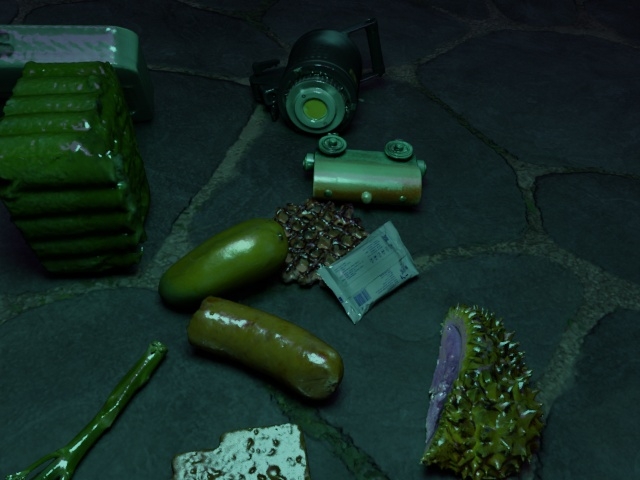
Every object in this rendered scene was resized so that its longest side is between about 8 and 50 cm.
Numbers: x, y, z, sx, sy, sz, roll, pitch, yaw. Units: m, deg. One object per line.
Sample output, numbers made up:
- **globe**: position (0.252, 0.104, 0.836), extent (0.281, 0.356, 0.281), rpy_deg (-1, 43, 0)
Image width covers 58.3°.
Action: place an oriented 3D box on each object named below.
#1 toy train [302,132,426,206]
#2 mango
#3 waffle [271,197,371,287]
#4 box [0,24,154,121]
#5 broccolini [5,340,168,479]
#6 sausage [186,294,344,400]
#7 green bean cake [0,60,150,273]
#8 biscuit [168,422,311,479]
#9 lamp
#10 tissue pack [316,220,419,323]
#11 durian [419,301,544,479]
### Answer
- **toy train**: position (0.101, -0.146, 1.292), extent (0.285, 0.116, 0.177), rpy_deg (4, 45, -3)
- **mango**: position (-0.176, 0.040, 1.044), extent (0.251, 0.114, 0.156), rpy_deg (-21, 8, -15)
- **waffle**: position (0.000, 0.000, 1.176), extent (0.221, 0.055, 0.234), rpy_deg (-5, 50, -14)
- **box**: position (-0.579, -0.348, 1.251), extent (0.395, 0.396, 0.111), rpy_deg (-3, 86, -11)
- **broccolini**: position (-0.360, 0.277, 0.823), extent (0.078, 0.074, 0.392), rpy_deg (26, 48, 9)
- **sausage**: position (-0.087, 0.176, 0.948), extent (0.270, 0.109, 0.109), rpy_deg (21, 46, 16)
- **green bean cake**: position (-0.431, -0.139, 1.059), extent (0.218, 0.335, 0.319), rpy_deg (-2, 50, -8)
- **biscuit**: position (-0.116, 0.372, 0.768), extent (0.278, 0.043, 0.301), rpy_deg (34, 57, 23)
- **lamp**: position (0.013, -0.403, 1.478), extent (0.374, 0.205, 0.272), rpy_deg (-17, 42, -1)
- **tissue pack**: position (0.099, 0.058, 1.104), extent (0.193, 0.026, 0.123), rpy_deg (-33, 87, -27)
- **durian**: position (0.277, 0.229, 0.932), extent (0.191, 0.112, 0.341), rpy_deg (14, 42, 10)
